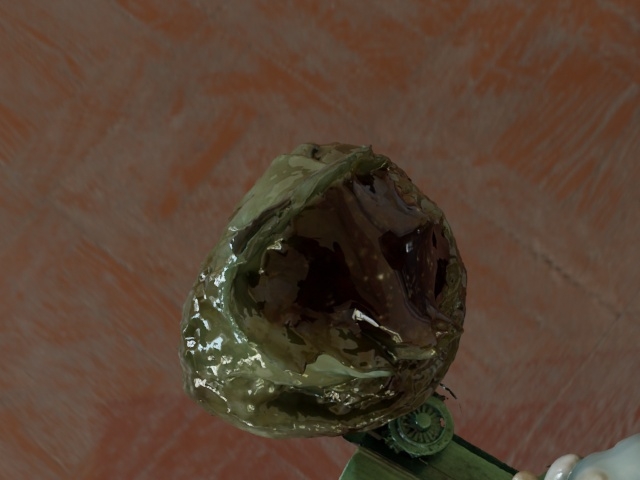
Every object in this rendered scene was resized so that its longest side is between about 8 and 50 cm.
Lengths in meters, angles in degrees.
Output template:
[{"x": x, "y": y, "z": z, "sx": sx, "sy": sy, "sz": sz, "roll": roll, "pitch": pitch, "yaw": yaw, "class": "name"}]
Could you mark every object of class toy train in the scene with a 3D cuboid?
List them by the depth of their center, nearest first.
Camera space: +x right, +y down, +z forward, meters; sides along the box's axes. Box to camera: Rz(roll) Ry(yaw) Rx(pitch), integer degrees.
[{"x": 0.140, "y": 0.275, "z": 1.538, "sx": 0.307, "sy": 0.126, "sz": 0.189, "roll": 29, "pitch": 52, "yaw": 8, "class": "toy train"}]

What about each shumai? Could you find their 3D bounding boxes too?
[{"x": 0.000, "y": 0.000, "z": 1.421, "sx": 0.292, "sy": 0.288, "sz": 0.330, "roll": 8, "pitch": 57, "yaw": 21, "class": "shumai"}]

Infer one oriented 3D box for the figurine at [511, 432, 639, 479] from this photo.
[{"x": 0.178, "y": 0.178, "z": 0.924, "sx": 0.155, "sy": 0.127, "sz": 0.235, "roll": 13, "pitch": 115, "yaw": -5, "class": "figurine"}]
